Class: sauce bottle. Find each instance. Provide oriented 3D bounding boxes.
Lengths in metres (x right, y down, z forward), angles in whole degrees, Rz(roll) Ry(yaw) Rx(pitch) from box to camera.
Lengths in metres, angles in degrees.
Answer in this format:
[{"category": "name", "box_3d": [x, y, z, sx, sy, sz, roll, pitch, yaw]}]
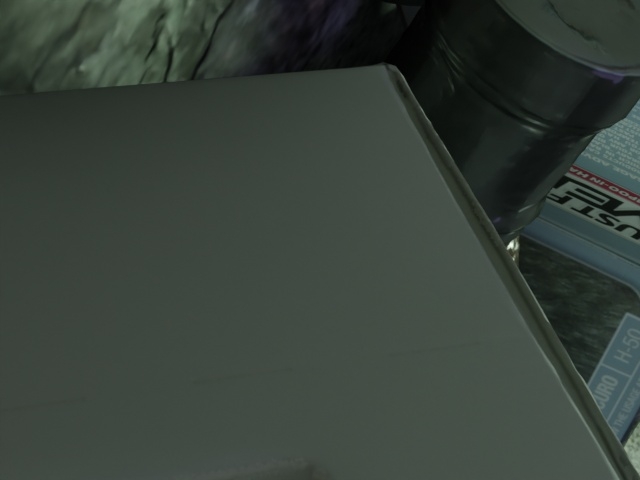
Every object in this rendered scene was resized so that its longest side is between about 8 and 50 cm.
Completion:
[{"category": "sauce bottle", "box_3d": [-0.005, 0.036, 0.606, 0.111, 0.111, 0.344, -37, 168, -51]}]

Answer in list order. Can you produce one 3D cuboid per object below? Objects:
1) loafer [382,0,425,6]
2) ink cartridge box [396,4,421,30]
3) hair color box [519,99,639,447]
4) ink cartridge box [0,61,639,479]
[{"category": "loafer", "box_3d": [0.076, -0.185, 0.623, 0.267, 0.096, 0.084, -53, 145, -38]}, {"category": "ink cartridge box", "box_3d": [0.145, -0.150, 0.686, 0.333, 0.065, 0.165, -15, -150, 49]}, {"category": "hair color box", "box_3d": [0.107, -0.002, 0.837, 0.185, 0.114, 0.374, -67, 174, 28]}, {"category": "ink cartridge box", "box_3d": [-0.061, 0.124, 0.441, 0.198, 0.197, 0.270, -7, 139, -23]}]
